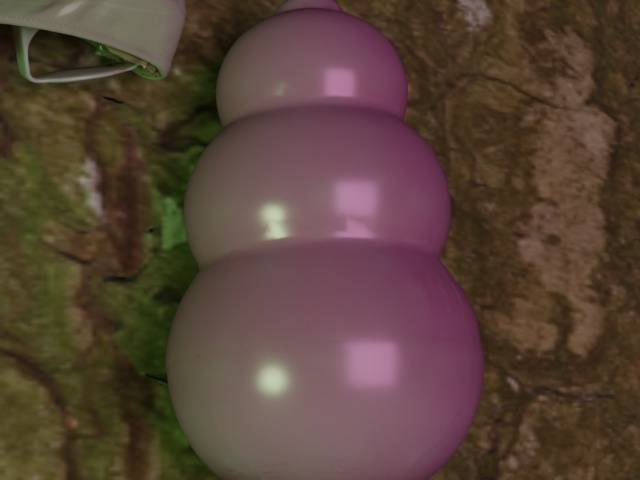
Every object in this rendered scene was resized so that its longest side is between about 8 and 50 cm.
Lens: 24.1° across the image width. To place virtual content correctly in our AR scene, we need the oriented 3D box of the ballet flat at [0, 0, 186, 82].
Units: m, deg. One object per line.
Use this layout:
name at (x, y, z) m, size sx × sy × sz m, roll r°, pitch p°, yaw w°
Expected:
ballet flat at (-0.193, -0.140, 0.933) m, size 0.248 × 0.086 × 0.086 m, roll 4°, pitch 84°, yaw -37°

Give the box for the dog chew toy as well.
dog chew toy at (0.000, 0.000, 0.993) m, size 0.207 × 0.206 × 0.332 m, roll 8°, pitch 74°, yaw -36°
